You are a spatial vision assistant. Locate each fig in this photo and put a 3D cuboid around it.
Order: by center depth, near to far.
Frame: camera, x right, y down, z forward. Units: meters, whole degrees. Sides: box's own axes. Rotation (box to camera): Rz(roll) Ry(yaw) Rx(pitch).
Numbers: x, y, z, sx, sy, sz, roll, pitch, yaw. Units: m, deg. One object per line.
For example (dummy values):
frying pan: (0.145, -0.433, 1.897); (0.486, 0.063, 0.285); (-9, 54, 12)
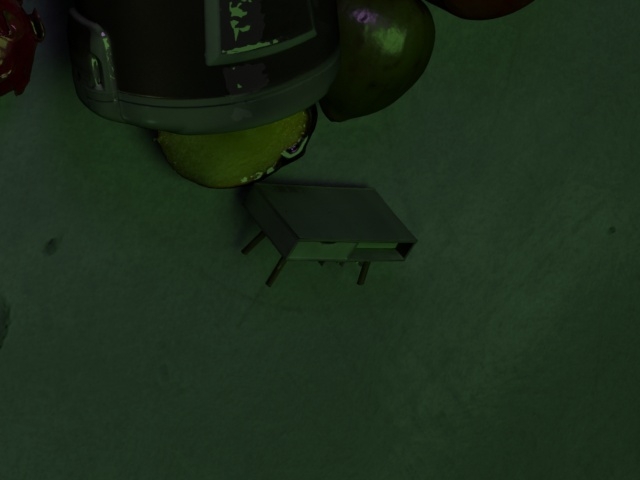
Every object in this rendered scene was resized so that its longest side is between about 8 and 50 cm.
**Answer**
fig: (0.045, -0.256, 2.090); (0.203, 0.203, 0.225); (-1, 123, -37)

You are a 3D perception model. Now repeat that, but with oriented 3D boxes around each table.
table: (0.000, 0.000, 2.220); (0.240, 0.121, 0.111); (1, 130, -44)

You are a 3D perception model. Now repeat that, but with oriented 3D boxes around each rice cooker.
rice cooker: (-0.138, -0.289, 1.849); (0.335, 0.335, 0.325); (-21, 123, -29)

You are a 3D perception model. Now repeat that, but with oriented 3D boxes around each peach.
peach: (-0.129, -0.161, 2.086); (0.279, 0.068, 0.189); (12, 114, -44)

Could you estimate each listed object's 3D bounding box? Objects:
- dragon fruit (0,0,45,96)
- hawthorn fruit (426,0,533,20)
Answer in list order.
dragon fruit: (-0.390, -0.224, 1.814); (0.136, 0.133, 0.166); (-7, 126, -25)
hawthorn fruit: (0.220, -0.458, 2.062); (0.325, 0.308, 0.308); (-57, 135, -28)
